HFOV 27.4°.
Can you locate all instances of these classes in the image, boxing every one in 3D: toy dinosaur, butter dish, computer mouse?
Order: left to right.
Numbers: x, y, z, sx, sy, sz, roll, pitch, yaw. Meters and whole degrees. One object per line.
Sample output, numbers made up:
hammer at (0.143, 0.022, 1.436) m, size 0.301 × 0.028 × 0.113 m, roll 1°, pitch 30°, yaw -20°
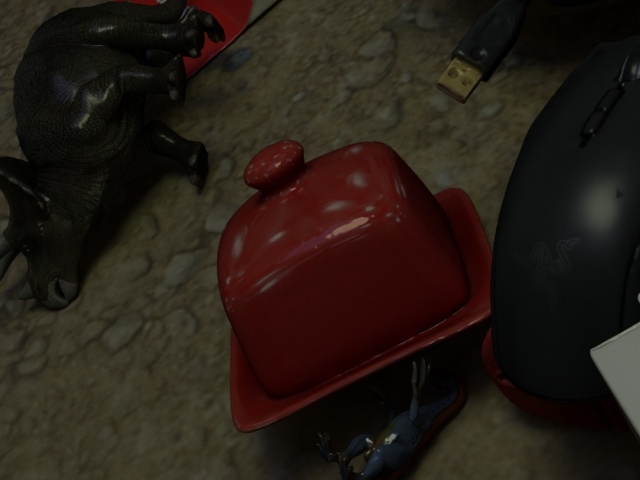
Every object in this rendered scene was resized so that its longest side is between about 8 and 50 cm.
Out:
toy dinosaur at (-0.157, -0.113, 0.924) m, size 0.160 × 0.121 × 0.314 m, roll -2°, pitch 58°, yaw 9°
butter dish at (0.000, 0.000, 0.705) m, size 0.159 × 0.118 × 0.160 m, roll -26°, pitch 23°, yaw 10°
toy dinosaur at (0.041, 0.100, 0.676) m, size 0.082 × 0.090 × 0.047 m, roll -12°, pitch 14°, yaw -23°
computer mouse at (0.113, -0.060, 0.612) m, size 0.184 × 0.060 × 0.262 m, roll 13°, pitch 68°, yaw 43°

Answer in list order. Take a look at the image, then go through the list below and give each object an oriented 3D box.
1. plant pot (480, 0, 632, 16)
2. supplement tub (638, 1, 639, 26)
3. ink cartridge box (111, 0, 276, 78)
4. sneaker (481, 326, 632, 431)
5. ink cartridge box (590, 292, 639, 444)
plant pot at (0.149, -0.244, 0.779) m, size 0.284 × 0.284 × 0.191 m, roll -12°, pitch 82°, yaw 25°
supplement tub at (0.243, -0.133, 0.696) m, size 0.198 × 0.106 × 0.106 m, roll -45°, pitch 41°, yaw -10°
ink cartridge box at (-0.082, -0.239, 1.061) m, size 0.224 × 0.056 × 0.181 m, roll -40°, pitch 40°, yaw -8°
sneaker at (0.190, 0.013, 0.635) m, size 0.221 × 0.087 × 0.128 m, roll -15°, pitch 26°, yaw 26°
ink cartridge box at (0.176, 0.080, 0.507) m, size 0.090 × 0.143 × 0.092 m, roll -31°, pitch 41°, yaw 6°
